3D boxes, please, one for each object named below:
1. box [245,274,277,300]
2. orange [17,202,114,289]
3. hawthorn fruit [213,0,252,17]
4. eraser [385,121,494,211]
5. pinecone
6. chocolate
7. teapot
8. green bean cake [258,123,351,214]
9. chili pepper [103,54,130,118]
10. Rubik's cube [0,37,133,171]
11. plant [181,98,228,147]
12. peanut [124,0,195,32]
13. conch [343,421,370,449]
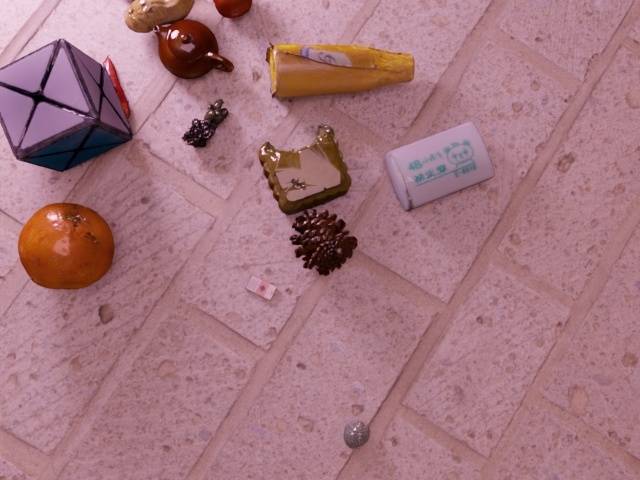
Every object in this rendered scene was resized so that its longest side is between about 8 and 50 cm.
[{"bbox_3d":[-0.175,0.139,1.895,0.083,0.012,0.046,26,81,-1],"label":"box"},{"bbox_3d":[-0.688,0.021,1.752,0.246,0.246,0.246,1,83,-5],"label":"orange"},{"bbox_3d":[-0.269,-0.737,1.948,0.128,0.128,0.128,1,83,-5],"label":"hawthorn fruit"},{"bbox_3d":[0.356,-0.223,1.944,0.290,0.104,0.189,-22,82,-8],"label":"eraser"},{"bbox_3d":[0.001,0.001,1.858,0.179,0.150,0.195,-40,88,-8],"label":"pinecone"},{"bbox_3d":[0.063,-0.522,1.934,0.446,0.162,0.162,-5,83,-8],"label":"chocolate"},{"bbox_3d":[-0.374,-0.564,1.905,0.252,0.135,0.178,24,85,-1],"label":"teapot"},{"bbox_3d":[-0.045,-0.215,1.895,0.236,0.124,0.232,-21,85,-7],"label":"green bean cake"},{"bbox_3d":[-0.608,-0.431,1.909,0.059,0.050,0.267,-16,83,17],"label":"chili pepper"},{"bbox_3d":[-0.706,-0.359,1.765,0.260,0.259,0.254,-26,87,8],"label":"Rubik's cube"},{"bbox_3d":[-0.335,-0.344,1.911,0.174,0.087,0.085,-52,125,-12],"label":"plant"},{"bbox_3d":[-0.470,-0.687,1.907,0.229,0.103,0.098,-26,102,-10],"label":"peanut"},{"bbox_3d":[0.102,0.560,1.847,0.076,0.056,0.085,10,81,9],"label":"conch"}]
